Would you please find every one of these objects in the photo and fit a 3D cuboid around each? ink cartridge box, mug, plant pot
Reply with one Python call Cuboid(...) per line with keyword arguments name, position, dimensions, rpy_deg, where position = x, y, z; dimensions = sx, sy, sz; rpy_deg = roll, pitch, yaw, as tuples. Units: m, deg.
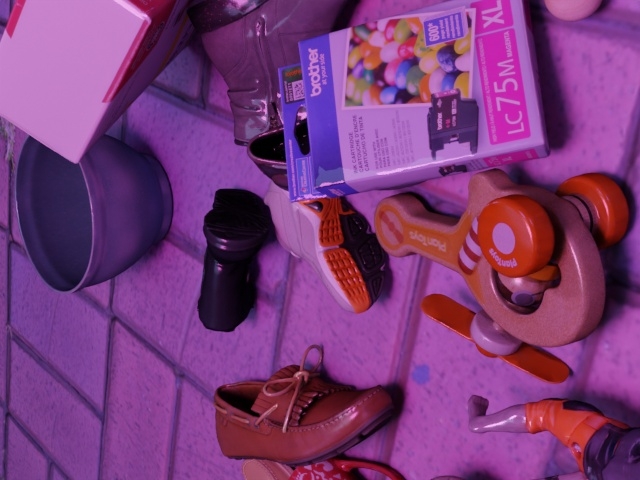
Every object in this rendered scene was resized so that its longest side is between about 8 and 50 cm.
Cuboid(name="ink cartridge box", position=(0.088, -0.158, 0.947), dimensions=(0.311, 0.065, 0.185), rpy_deg=(-10, 78, 23))
Cuboid(name="ink cartridge box", position=(-0.271, -0.333, 1.177), dimensions=(0.160, 0.384, 0.279), rpy_deg=(34, 131, -9))
Cuboid(name="mug", position=(0.048, 0.384, 1.205), dimensions=(0.169, 0.150, 0.113), rpy_deg=(43, 164, 38))
Cuboid(name="plant pot", position=(-0.392, -0.065, 1.500), dimensions=(0.293, 0.196, 0.292), rpy_deg=(13, 108, 46))

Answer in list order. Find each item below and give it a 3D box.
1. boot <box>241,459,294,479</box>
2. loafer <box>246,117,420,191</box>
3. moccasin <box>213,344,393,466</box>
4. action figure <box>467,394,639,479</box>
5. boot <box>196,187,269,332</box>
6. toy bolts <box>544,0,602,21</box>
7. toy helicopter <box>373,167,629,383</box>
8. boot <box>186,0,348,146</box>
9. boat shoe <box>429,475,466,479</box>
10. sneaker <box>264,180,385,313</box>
Cuboid(name="boot", position=(-0.098, 0.463, 1.281), dimensions=(0.095, 0.204, 0.261), rpy_deg=(-47, 65, 41))
Cuboid(name="loafer", position=(0.045, -0.119, 1.035), dimensions=(0.303, 0.095, 0.109), rpy_deg=(-9, 72, 32))
Cuboid(name="moccasin", position=(-0.040, 0.243, 1.240), dimensions=(0.380, 0.139, 0.146), rpy_deg=(-17, 94, 57))
Cuboid(name="action figure", position=(0.321, 0.270, 0.812), dimensions=(0.330, 0.179, 0.341), rpy_deg=(-24, 83, 48))
Cuboid(name="boot", position=(-0.136, 0.049, 1.267), dimensions=(0.246, 0.094, 0.207), rpy_deg=(-111, 26, -71))
Cuboid(name="toy bolts", position=(0.249, -0.301, 0.775), dimensions=(0.228, 0.218, 0.158), rpy_deg=(-21, 88, 65))
Cuboid(name="toy helicopter", position=(0.182, 0.028, 0.979), dimensions=(0.355, 0.140, 0.234), rpy_deg=(23, 124, 54))
Cuboid(name="boot", position=(-0.001, -0.259, 1.113), dimensions=(0.338, 0.118, 0.222), rpy_deg=(-12, 108, 34))
Cuboid(name="boat shoe", position=(0.121, 0.449, 1.058), dimensions=(0.355, 0.130, 0.132), rpy_deg=(-54, 31, 23))
Cuboid(name="sneaker", position=(0.000, 0.000, 1.178), dimensions=(0.262, 0.099, 0.121), rpy_deg=(65, 144, 27))
